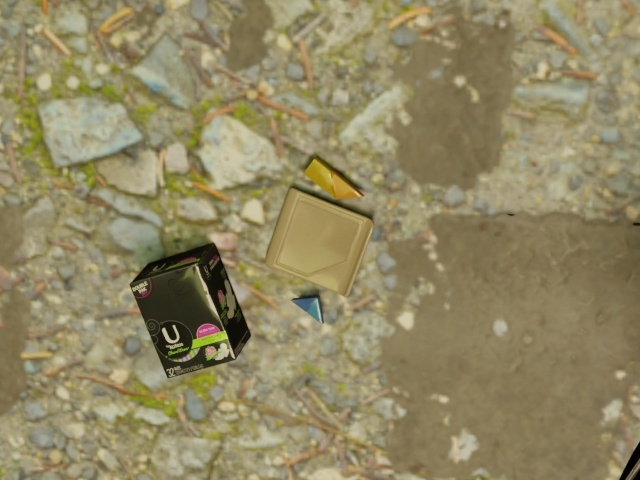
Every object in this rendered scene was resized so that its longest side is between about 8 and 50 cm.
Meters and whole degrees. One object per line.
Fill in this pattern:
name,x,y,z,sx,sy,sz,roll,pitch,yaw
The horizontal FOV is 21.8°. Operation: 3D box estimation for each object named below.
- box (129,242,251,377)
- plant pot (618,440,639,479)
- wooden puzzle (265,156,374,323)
box,-0.101,0.054,1.291,0.062,0.052,0.083,-16,103,16
plant pot,0.309,0.112,1.043,0.187,0.167,0.188,29,112,3
wooden puzzle,0.000,0.000,1.271,0.078,0.014,0.116,30,112,6
